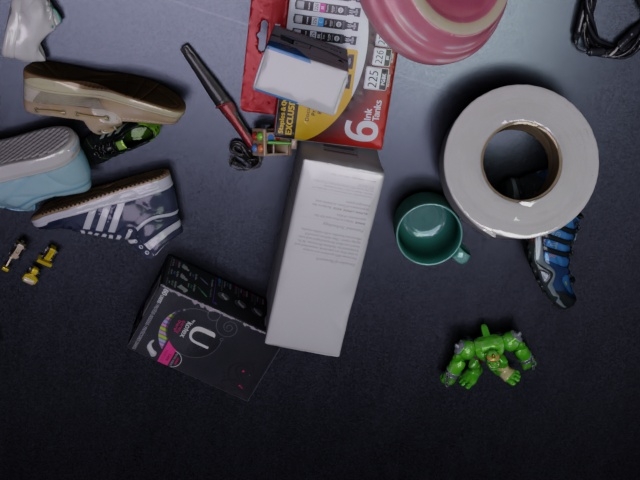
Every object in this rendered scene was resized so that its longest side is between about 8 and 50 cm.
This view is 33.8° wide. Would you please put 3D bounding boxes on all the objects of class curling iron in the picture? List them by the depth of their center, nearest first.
[{"bbox_3d":[-0.189,-0.244,1.982,0.068,0.035,0.274,-25,112,9],"label":"curling iron"}]

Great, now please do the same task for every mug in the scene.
[{"bbox_3d":[0.211,-0.018,2.058,0.130,0.097,0.157,-18,114,6],"label":"mug"}]

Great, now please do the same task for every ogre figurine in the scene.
[{"bbox_3d":[0.346,0.242,2.183,0.197,0.096,0.118,2,133,14],"label":"ogre figurine"}]

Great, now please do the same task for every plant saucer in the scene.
[{"bbox_3d":[0.207,-0.465,1.773,0.332,0.084,0.332,-1,92,-34],"label":"plant saucer"}]

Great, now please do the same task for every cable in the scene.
[{"bbox_3d":[0.547,-0.420,1.919,0.151,0.047,0.184,8,113,-5],"label":"cable"}]

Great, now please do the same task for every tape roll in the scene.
[{"bbox_3d":[0.363,-0.141,1.951,0.286,0.100,0.286,0,89,0],"label":"tape roll"}]

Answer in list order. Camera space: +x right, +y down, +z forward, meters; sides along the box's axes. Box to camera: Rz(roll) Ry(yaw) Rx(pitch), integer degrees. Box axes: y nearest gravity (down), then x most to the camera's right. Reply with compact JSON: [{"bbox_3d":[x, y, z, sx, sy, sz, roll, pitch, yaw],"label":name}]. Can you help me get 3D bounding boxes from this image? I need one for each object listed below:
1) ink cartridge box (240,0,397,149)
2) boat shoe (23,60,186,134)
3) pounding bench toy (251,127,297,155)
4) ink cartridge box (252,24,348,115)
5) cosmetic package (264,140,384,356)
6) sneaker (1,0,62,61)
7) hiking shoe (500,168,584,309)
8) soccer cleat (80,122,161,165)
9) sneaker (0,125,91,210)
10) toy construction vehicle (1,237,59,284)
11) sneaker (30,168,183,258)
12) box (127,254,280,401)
[{"bbox_3d":[-0.002,-0.340,1.895,0.272,0.130,0.309,6,114,-3],"label":"ink cartridge box"},{"bbox_3d":[-0.398,-0.250,1.939,0.303,0.109,0.098,11,118,0],"label":"boat shoe"},{"bbox_3d":[-0.087,-0.184,1.969,0.065,0.083,0.052,-5,98,-28],"label":"pounding bench toy"},{"bbox_3d":[-0.030,-0.284,1.745,0.140,0.190,0.082,17,112,-6],"label":"ink cartridge box"},{"bbox_3d":[0.000,0.000,1.999,0.156,0.217,0.384,9,115,-5],"label":"cosmetic package"},{"bbox_3d":[-0.506,-0.419,1.884,0.094,0.080,0.212,11,120,-19],"label":"sneaker"},{"bbox_3d":[0.462,0.000,2.064,0.132,0.113,0.304,-22,112,9],"label":"hiking shoe"},{"bbox_3d":[-0.385,-0.185,1.981,0.179,0.072,0.060,-23,112,8],"label":"soccer cleat"},{"bbox_3d":[-0.604,-0.102,1.979,0.366,0.135,0.150,-8,130,14],"label":"sneaker"},{"bbox_3d":[-0.579,0.035,2.099,0.086,0.035,0.098,25,114,-24],"label":"toy construction vehicle"},{"bbox_3d":[-0.405,-0.028,2.036,0.282,0.099,0.153,-16,111,2],"label":"sneaker"},{"bbox_3d":[-0.224,0.175,2.106,0.270,0.143,0.165,25,111,-13],"label":"box"}]
